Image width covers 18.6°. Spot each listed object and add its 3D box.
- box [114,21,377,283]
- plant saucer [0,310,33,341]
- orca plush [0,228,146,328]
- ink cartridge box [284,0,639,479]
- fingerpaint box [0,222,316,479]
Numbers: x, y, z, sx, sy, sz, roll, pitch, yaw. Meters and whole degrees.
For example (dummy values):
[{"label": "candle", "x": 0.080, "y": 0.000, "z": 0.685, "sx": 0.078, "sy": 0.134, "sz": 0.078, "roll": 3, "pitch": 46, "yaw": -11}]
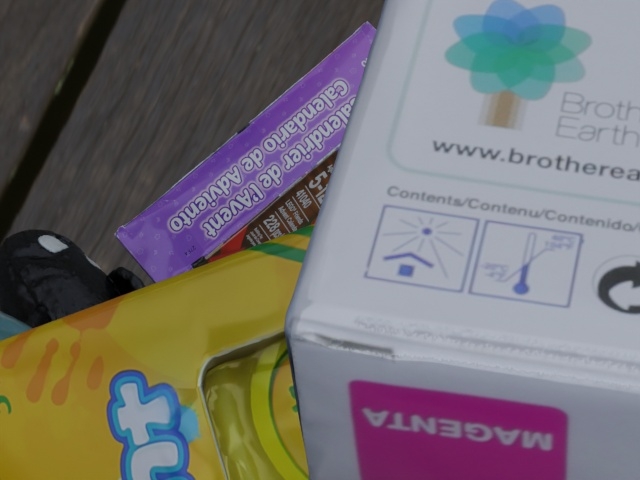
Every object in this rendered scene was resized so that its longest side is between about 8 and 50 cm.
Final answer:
[{"label": "box", "x": 0.000, "y": 0.000, "z": 1.280, "sx": 0.201, "sy": 0.293, "sz": 0.057, "roll": -41, "pitch": 66, "yaw": -4}, {"label": "plant saucer", "x": -0.223, "y": 0.166, "z": 1.334, "sx": 0.317, "sy": 0.044, "sz": 0.317, "roll": 31, "pitch": 39, "yaw": -30}, {"label": "orca plush", "x": -0.209, "y": 0.106, "z": 1.520, "sx": 0.151, "sy": 0.102, "sz": 0.287, "roll": -24, "pitch": 65, "yaw": 28}, {"label": "ink cartridge box", "x": 0.118, "y": -0.072, "z": 0.427, "sx": 0.186, "sy": 0.065, "sz": 0.311, "roll": 8, "pitch": 53, "yaw": 10}, {"label": "fingerpaint box", "x": 0.095, "y": 0.194, "z": 0.785, "sx": 0.371, "sy": 0.163, "sz": 0.445, "roll": -20, "pitch": 86, "yaw": 26}]
